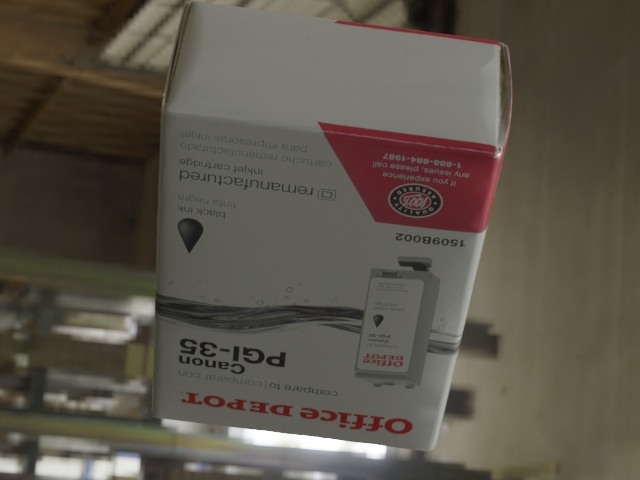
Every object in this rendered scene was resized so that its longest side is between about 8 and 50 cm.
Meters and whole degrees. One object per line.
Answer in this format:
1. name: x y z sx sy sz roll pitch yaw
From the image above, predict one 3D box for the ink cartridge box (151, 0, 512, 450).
1. ink cartridge box: 0.000 0.000 1.096 0.207 0.117 0.283 7 -46 0
